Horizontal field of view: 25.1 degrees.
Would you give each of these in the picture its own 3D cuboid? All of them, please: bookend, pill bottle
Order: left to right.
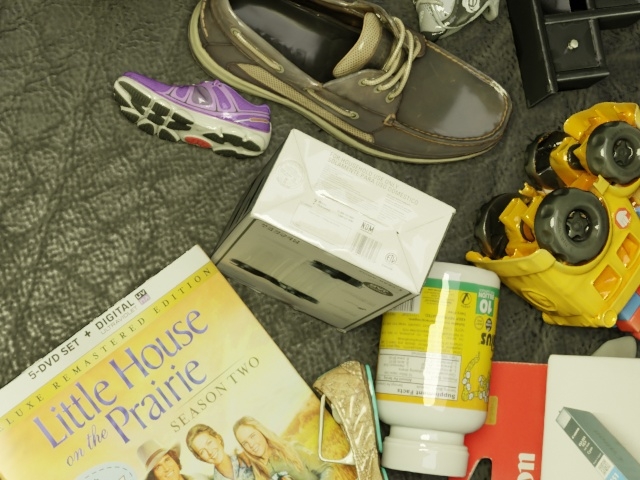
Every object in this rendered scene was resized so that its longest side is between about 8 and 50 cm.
[{"bbox_3d":[0.115,0.131,1.460,0.118,0.117,0.208,8,83,-11],"label":"pill bottle"},{"bbox_3d":[0.296,-0.237,1.584,0.156,0.072,0.157,-8,83,-14],"label":"bookend"}]

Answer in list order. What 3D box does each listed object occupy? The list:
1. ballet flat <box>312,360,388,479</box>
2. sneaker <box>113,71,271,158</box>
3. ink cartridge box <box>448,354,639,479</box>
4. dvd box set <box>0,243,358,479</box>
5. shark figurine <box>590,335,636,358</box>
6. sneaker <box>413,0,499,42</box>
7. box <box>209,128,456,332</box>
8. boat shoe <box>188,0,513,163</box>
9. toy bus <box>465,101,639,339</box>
[{"bbox_3d":[0.035,0.222,1.404,0.067,0.073,0.206,-12,73,-2],"label":"ballet flat"},{"bbox_3d":[-0.132,-0.139,1.490,0.170,0.068,0.071,19,62,-17],"label":"sneaker"},{"bbox_3d":[0.231,0.262,1.416,0.261,0.066,0.296,-1,79,29],"label":"ink cartridge box"},{"bbox_3d":[-0.107,0.253,1.390,0.308,0.062,0.420,-37,90,-30],"label":"dvd box set"},{"bbox_3d":[0.296,0.247,1.489,0.166,0.116,0.278,-12,82,-13],"label":"shark figurine"},{"bbox_3d":[0.094,-0.278,1.542,0.229,0.086,0.132,5,82,-12],"label":"sneaker"},{"bbox_3d":[0.000,0.000,1.371,0.169,0.290,0.087,26,75,-5],"label":"box"},{"bbox_3d":[0.037,-0.174,1.487,0.355,0.130,0.132,16,78,-9],"label":"boat shoe"},{"bbox_3d":[0.299,-0.006,1.521,0.211,0.149,0.220,42,72,-17],"label":"toy bus"}]
